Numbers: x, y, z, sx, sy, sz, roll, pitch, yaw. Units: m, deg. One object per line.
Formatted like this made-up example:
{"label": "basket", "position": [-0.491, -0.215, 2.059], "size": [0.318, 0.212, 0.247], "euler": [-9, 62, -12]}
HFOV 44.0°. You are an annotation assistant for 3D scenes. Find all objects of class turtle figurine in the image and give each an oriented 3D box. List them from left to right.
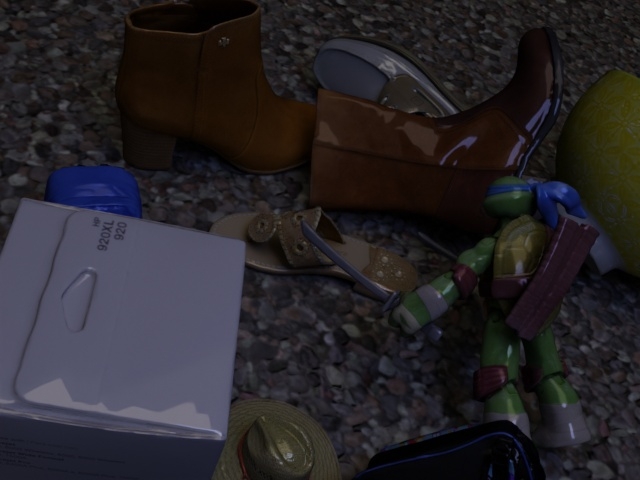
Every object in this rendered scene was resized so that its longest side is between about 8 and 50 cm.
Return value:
{"label": "turtle figurine", "position": [0.157, 0.084, 0.811], "size": [0.275, 0.198, 0.266], "euler": [-13, 78, 18]}

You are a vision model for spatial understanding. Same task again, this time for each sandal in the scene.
{"label": "sandal", "position": [0.001, -0.005, 0.872], "size": [0.240, 0.079, 0.088], "euler": [18, 46, -4]}

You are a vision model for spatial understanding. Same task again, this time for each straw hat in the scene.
{"label": "straw hat", "position": [-0.037, 0.189, 0.700], "size": [0.145, 0.061, 0.144], "euler": [10, 48, -11]}

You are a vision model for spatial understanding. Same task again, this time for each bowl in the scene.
{"label": "bowl", "position": [0.374, -0.045, 0.970], "size": [0.156, 0.289, 0.289], "euler": [-36, 61, 7]}

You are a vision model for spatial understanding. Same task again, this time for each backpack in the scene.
{"label": "backpack", "position": [-0.216, -0.010, 0.770], "size": [0.098, 0.120, 0.101], "euler": [-6, 53, -25]}
{"label": "backpack", "position": [0.121, 0.249, 0.650], "size": [0.158, 0.117, 0.173], "euler": [-21, 83, 12]}

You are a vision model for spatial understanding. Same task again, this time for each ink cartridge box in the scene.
{"label": "ink cartridge box", "position": [-0.163, 0.117, 0.599], "size": [0.168, 0.232, 0.171], "euler": [10, 48, -11]}

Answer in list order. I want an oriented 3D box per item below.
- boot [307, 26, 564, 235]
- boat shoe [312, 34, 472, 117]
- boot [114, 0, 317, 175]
{"label": "boot", "position": [0.134, -0.145, 0.948], "size": [0.281, 0.096, 0.264], "euler": [10, 91, 6]}
{"label": "boat shoe", "position": [0.108, -0.162, 1.027], "size": [0.302, 0.113, 0.103], "euler": [34, 42, 10]}
{"label": "boot", "position": [-0.084, -0.178, 0.904], "size": [0.295, 0.211, 0.104], "euler": [-9, 55, -27]}
